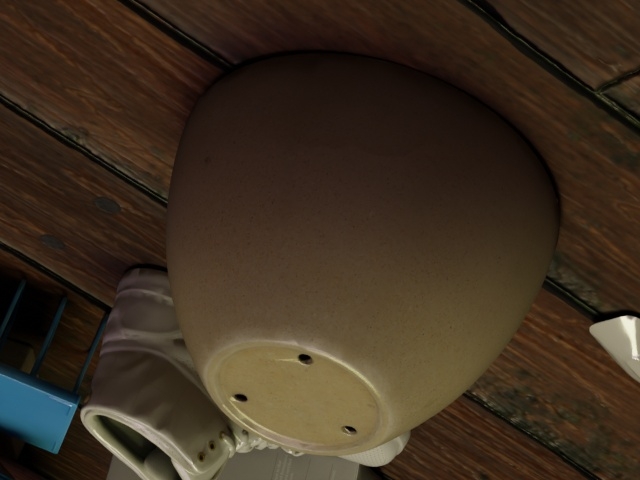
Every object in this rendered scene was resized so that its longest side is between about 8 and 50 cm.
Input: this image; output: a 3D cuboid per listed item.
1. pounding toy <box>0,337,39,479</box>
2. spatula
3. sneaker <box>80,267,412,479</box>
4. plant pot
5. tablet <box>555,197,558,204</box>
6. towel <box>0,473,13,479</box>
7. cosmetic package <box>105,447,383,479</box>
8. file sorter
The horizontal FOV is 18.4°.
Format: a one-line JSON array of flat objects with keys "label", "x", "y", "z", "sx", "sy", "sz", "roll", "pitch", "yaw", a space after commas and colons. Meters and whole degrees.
[{"label": "pounding toy", "x": -0.327, "y": 0.164, "z": 1.885, "sx": 0.130, "sy": 0.100, "sz": 0.141, "roll": 15, "pitch": 149, "yaw": 8}, {"label": "spatula", "x": 0.333, "y": 0.120, "z": 1.528, "sx": 0.168, "sy": 0.019, "sz": 0.242, "roll": -16, "pitch": 135, "yaw": 37}, {"label": "sneaker", "x": -0.067, "y": 0.163, "z": 1.674, "sx": 0.292, "sy": 0.169, "sz": 0.108, "roll": 28, "pitch": 146, "yaw": -16}, {"label": "plant pot", "x": 0.010, "y": 0.036, "z": 1.379, "sx": 0.284, "sy": 0.191, "sz": 0.284, "roll": 12, "pitch": 142, "yaw": 9}, {"label": "tablet", "x": 0.122, "y": -0.038, "z": 1.405, "sx": 0.083, "sy": 0.006, "sz": 0.054, "roll": 31, "pitch": 148, "yaw": -17}, {"label": "towel", "x": -0.369, "y": 0.219, "z": 1.901, "sx": 0.271, "sy": 0.040, "sz": 0.370, "roll": 33, "pitch": 164, "yaw": 8}, {"label": "cosmetic package", "x": -0.071, "y": 0.235, "z": 1.829, "sx": 0.238, "sy": 0.107, "sz": 0.127, "roll": 7, "pitch": 166, "yaw": 17}, {"label": "file sorter", "x": -0.286, "y": 0.094, "z": 1.749, "sx": 0.170, "sy": 0.104, "sz": 0.118, "roll": 22, "pitch": 149, "yaw": -5}]
